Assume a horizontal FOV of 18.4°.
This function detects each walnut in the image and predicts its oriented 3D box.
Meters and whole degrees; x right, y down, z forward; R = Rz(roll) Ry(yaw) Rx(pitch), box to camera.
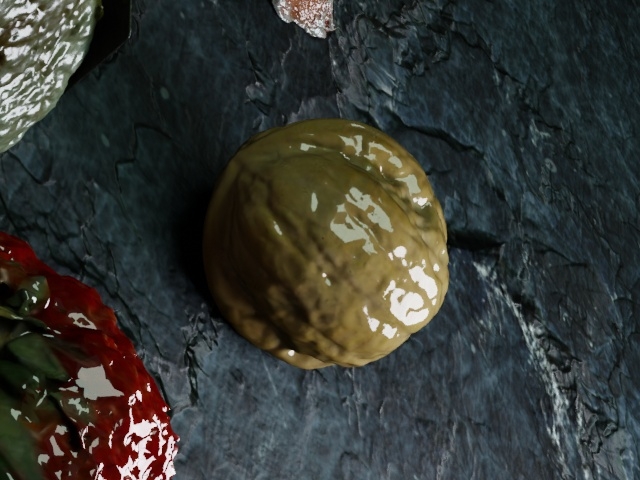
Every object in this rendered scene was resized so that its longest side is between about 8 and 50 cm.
[{"bbox_3d":[0.000,0.000,1.926,0.257,0.257,0.224,46,4,-25],"label":"walnut"}]

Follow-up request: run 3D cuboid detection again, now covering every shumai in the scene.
[{"bbox_3d":[-0.344,-0.220,1.577,0.263,0.309,0.304,45,29,19],"label":"shumai"}]

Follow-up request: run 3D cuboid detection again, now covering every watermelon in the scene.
[{"bbox_3d":[-0.043,-0.314,2.245,0.098,0.121,0.158,-28,137,-43],"label":"watermelon"}]

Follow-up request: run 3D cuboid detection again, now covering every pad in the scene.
[{"bbox_3d":[-0.226,-0.180,1.724,0.003,0.211,0.143,23,49,-34],"label":"pad"}]

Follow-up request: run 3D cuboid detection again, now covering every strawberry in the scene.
[{"bbox_3d":[-0.230,0.157,1.462,0.351,0.267,0.312,63,15,-52],"label":"strawberry"}]
